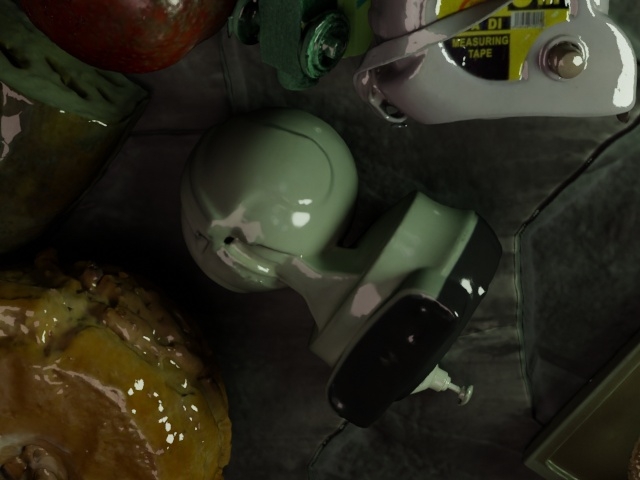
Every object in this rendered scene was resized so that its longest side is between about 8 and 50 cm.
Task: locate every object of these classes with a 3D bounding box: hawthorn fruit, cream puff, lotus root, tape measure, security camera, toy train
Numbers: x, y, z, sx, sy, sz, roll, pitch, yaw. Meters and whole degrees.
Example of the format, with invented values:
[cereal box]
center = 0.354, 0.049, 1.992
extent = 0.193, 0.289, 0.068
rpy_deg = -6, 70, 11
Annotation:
[hawthorn fruit]
center = -0.181, -0.218, 1.331
extent = 0.235, 0.181, 0.181
rpy_deg = -22, 113, 44
[cream puff]
center = -0.243, 0.161, 1.521
extent = 0.327, 0.231, 0.343
rpy_deg = -39, 101, 27
[lotus root]
center = -0.344, -0.092, 1.457
extent = 0.267, 0.149, 0.260
rpy_deg = 35, 120, -3
[tape measure]
center = 0.141, -0.189, 1.280
extent = 0.236, 0.120, 0.197
rpy_deg = -4, 111, -13
[security camera]
center = 0.000, 0.000, 1.400
extent = 0.277, 0.191, 0.197
rpy_deg = 33, 126, -3
[toy train]
center = 0.006, -0.249, 1.277
extent = 0.105, 0.157, 0.253
rpy_deg = 26, 136, 31

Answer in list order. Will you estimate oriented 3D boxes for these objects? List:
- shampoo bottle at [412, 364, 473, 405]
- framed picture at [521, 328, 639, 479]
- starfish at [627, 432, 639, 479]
[shampoo bottle]
center = 0.079, 0.115, 1.527
extent = 0.152, 0.045, 0.077
rpy_deg = 27, 120, 0
[framed picture]
center = 0.465, 0.224, 1.506
extent = 0.446, 0.028, 0.326
rpy_deg = 34, 121, -7
[starfish]
center = 0.349, 0.262, 1.516
extent = 0.277, 0.062, 0.236
rpy_deg = -26, 115, 20
